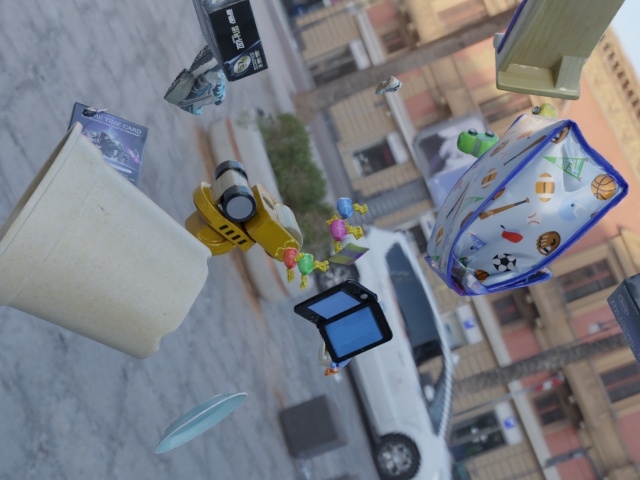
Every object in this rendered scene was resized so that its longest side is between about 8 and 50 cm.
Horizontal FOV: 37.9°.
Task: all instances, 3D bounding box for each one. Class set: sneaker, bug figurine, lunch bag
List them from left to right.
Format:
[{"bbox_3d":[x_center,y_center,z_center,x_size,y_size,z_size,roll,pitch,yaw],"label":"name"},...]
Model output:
[{"bbox_3d":[-0.280,-0.416,2.389,0.122,0.283,0.110,35,52,-21],"label":"sneaker"},{"bbox_3d":[0.000,0.000,2.322,0.072,0.279,0.216,44,8,-19],"label":"bug figurine"},{"bbox_3d":[0.158,-0.353,2.169,0.083,0.037,0.032,-16,-126,63],"label":"sneaker"},{"bbox_3d":[0.387,-0.051,1.903,0.239,0.385,0.328,46,4,-7],"label":"lunch bag"}]

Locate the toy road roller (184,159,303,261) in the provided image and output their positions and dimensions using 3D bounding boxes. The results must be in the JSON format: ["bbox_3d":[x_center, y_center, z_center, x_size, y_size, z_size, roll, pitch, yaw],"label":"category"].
[{"bbox_3d":[-0.234,-0.044,2.650,0.329,0.240,0.202,41,15,-33],"label":"toy road roller"}]

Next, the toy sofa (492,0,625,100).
[{"bbox_3d":[0.393,-0.394,1.461,0.362,0.150,0.177,108,-13,-64],"label":"toy sofa"}]

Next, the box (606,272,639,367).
[{"bbox_3d":[0.633,0.188,1.689,0.184,0.103,0.261,74,-6,-73],"label":"box"}]

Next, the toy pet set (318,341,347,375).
[{"bbox_3d":[0.040,0.229,1.895,0.114,0.065,0.122,118,-20,-54],"label":"toy pet set"}]

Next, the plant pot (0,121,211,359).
[{"bbox_3d":[-0.362,0.030,1.526,0.305,0.334,0.334,35,16,-18],"label":"plant pot"}]

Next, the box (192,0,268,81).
[{"bbox_3d":[-0.169,-0.393,1.653,0.147,0.077,0.180,76,-11,-45],"label":"box"}]

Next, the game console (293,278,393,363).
[{"bbox_3d":[0.035,0.130,1.483,0.107,0.122,0.071,34,38,-42],"label":"game console"}]

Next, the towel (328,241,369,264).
[{"bbox_3d":[0.062,0.030,2.045,0.060,0.083,0.009,13,54,-33],"label":"towel"}]

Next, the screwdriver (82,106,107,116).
[{"bbox_3d":[-0.540,-0.313,2.266,0.170,0.025,0.024,-44,157,-78],"label":"screwdriver"}]

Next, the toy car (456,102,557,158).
[{"bbox_3d":[0.434,-0.216,2.203,0.053,0.225,0.239,-103,-160,-55],"label":"toy car"}]

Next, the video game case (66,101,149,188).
[{"bbox_3d":[-0.531,-0.189,2.272,0.196,0.026,0.274,19,58,-25],"label":"video game case"}]

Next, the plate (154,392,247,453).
[{"bbox_3d":[-0.212,0.311,1.630,0.024,0.188,0.188,55,1,15],"label":"plate"}]
